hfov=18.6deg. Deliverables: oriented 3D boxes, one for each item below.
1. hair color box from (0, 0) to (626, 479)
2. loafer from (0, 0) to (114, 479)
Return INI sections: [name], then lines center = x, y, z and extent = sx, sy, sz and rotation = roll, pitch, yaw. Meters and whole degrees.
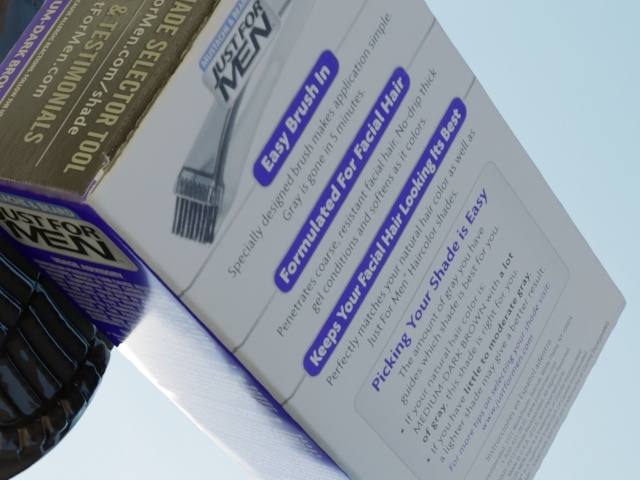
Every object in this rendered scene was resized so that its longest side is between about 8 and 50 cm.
[hair color box]
center = 0.000, 0.000, 0.901
extent = 0.110, 0.339, 0.185
rotation = 13, -117, 40
[loafer]
center = -0.178, -0.017, 0.939
extent = 0.130, 0.134, 0.366
rotation = -21, -144, 19
